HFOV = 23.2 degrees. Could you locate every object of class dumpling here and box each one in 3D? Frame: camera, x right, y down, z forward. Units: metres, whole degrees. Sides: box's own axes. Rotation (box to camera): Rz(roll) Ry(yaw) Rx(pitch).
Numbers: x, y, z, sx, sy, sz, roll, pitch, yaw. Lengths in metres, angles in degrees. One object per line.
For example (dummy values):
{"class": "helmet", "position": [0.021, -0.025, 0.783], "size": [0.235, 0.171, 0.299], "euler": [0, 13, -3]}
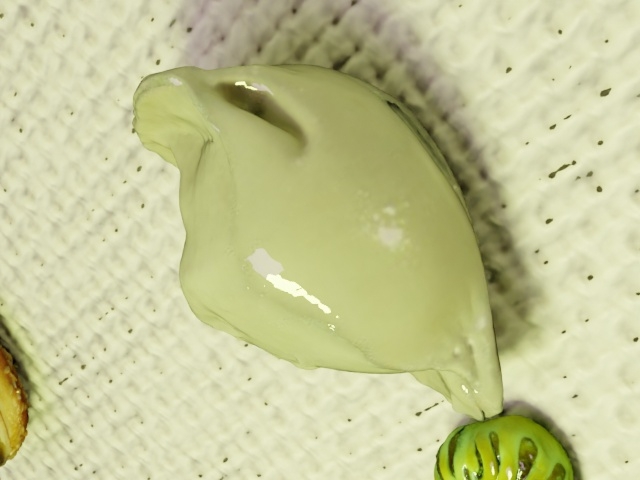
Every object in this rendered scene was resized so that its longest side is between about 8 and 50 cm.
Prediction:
{"class": "dumpling", "position": [0.000, 0.000, 1.314], "size": [0.395, 0.233, 0.315], "euler": [40, 171, -7]}

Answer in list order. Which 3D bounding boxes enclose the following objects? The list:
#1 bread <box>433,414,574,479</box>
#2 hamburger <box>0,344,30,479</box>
{"class": "bread", "position": [0.160, 0.216, 1.379], "size": [0.139, 0.071, 0.130], "euler": [2, 123, 41]}
{"class": "hamburger", "position": [-0.475, 0.192, 1.807], "size": [0.291, 0.225, 0.291], "euler": [26, 139, 24]}
